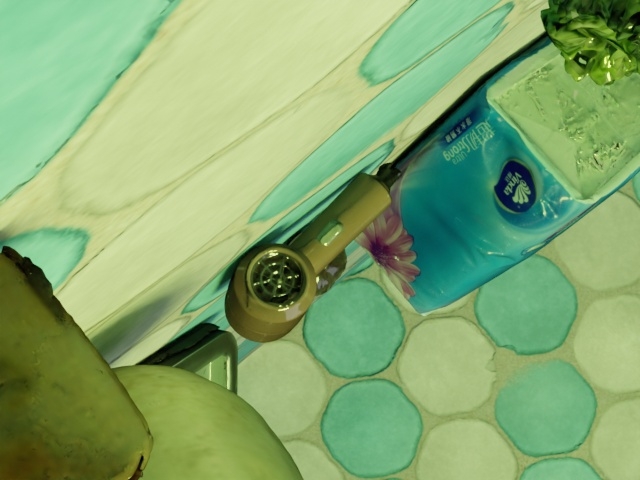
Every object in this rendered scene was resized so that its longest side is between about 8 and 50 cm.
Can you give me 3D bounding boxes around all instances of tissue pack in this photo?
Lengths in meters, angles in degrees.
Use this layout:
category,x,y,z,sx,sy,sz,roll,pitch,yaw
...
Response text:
category,x,y,z,sx,sy,sz,roll,pitch,yaw
tissue pack,0.175,-0.065,1.210,0.198,0.146,0.263,-37,176,-37

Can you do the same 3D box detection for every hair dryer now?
category,x,y,z,sx,sy,sz,roll,pitch,yaw
hair dryer,0.000,0.000,1.032,0.182,0.064,0.117,-46,177,-16

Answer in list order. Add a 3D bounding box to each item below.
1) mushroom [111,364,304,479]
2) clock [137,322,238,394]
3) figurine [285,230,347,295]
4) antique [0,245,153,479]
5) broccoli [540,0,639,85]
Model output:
category,x,y,z,sx,sy,sz,roll,pitch,yaw
mushroom,-0.119,0.227,0.780,0.315,0.315,0.356,-38,176,-12
clock,-0.155,0.237,1.191,0.273,0.049,0.279,-30,125,-62
figurine,-0.004,0.017,1.166,0.072,0.054,0.129,-43,179,-4
antique,-0.177,0.120,0.473,0.310,0.087,0.093,-41,174,42
broccoli,0.211,-0.130,0.598,0.198,0.176,0.226,-26,153,-53
